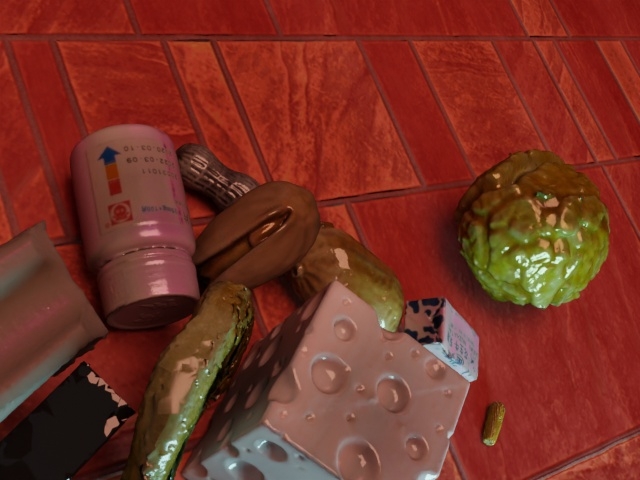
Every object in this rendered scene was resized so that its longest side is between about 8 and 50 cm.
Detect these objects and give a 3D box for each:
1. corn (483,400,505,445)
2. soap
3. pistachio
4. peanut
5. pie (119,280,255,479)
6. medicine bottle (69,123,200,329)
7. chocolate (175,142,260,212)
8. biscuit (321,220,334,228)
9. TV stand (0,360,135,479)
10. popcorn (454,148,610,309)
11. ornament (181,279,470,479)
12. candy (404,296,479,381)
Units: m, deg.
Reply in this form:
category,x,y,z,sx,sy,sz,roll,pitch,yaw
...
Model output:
category,x,y,z,sx,sy,sz,roll,pitch,yaw
corn,0.285,0.298,1.470,0.028,0.027,0.083,25,53,1
soap,-0.400,0.143,0.931,0.159,0.257,0.302,56,38,-6
pistachio,-0.096,0.002,1.286,0.223,0.152,0.126,-38,91,-11
peanut,0.040,0.067,1.375,0.224,0.129,0.129,33,50,-14
pie,-0.163,0.192,1.067,0.078,0.297,0.371,23,48,2
medicine bottle,-0.249,-0.018,1.210,0.151,0.152,0.255,-2,66,-35
chocolate,-0.154,-0.087,1.370,0.167,0.072,0.072,35,50,-9
biscuit,0.000,0.000,1.459,0.082,0.016,0.092,44,50,-4
TV stand,-0.329,0.256,0.973,0.088,0.083,0.269,44,72,-3
popcorn,0.367,-0.019,1.570,0.282,0.247,0.282,19,37,-16
ornament,0.008,0.247,1.172,0.239,0.239,0.240,37,49,-9
candy,0.193,0.164,1.418,0.160,0.073,0.092,45,42,-46
